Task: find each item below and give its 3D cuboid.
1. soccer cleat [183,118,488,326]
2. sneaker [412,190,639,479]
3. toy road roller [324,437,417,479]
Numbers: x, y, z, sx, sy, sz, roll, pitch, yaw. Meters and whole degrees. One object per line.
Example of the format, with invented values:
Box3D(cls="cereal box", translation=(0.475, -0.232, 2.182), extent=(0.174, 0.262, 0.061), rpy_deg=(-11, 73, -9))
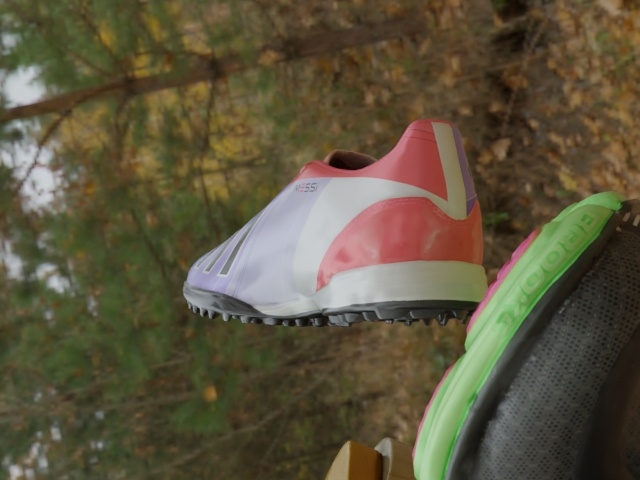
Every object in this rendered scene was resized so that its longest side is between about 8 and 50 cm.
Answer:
Box3D(cls="soccer cleat", translation=(0.000, 0.000, 0.738), extent=(0.318, 0.109, 0.116), rpy_deg=(-9, 78, 60))
Box3D(cls="sneaker", translation=(0.179, 0.195, 0.559), extent=(0.202, 0.185, 0.482), rpy_deg=(9, 122, 38))
Box3D(cls="toy road roller", translation=(0.070, 0.381, 1.056), extent=(0.329, 0.203, 0.240), rpy_deg=(-80, 15, -59))
